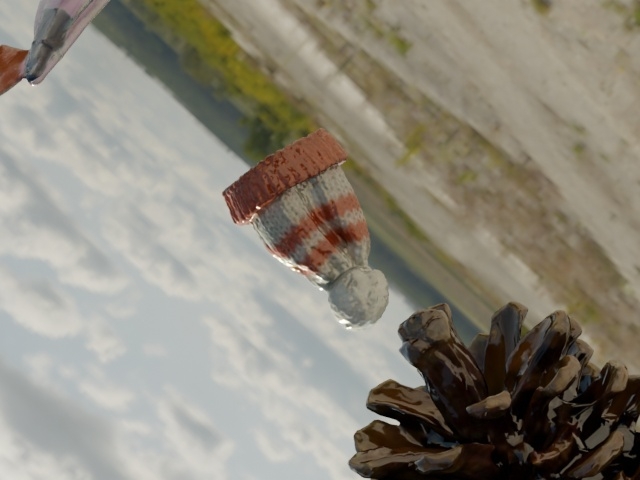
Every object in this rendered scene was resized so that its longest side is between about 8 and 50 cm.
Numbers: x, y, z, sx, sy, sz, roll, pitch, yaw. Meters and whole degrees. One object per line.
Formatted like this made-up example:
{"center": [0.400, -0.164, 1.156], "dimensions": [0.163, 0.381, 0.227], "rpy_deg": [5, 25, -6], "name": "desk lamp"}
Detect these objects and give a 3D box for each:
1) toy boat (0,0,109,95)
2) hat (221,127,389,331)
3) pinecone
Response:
{"center": [-0.087, -0.204, 0.752], "dimensions": [0.072, 0.318, 0.219], "rpy_deg": [44, -177, -31], "name": "toy boat"}
{"center": [0.000, 0.000, 1.056], "dimensions": [0.162, 0.112, 0.093], "rpy_deg": [57, -163, 4], "name": "hat"}
{"center": [0.104, 0.130, 0.683], "dimensions": [0.212, 0.185, 0.168], "rpy_deg": [62, -154, 5], "name": "pinecone"}
